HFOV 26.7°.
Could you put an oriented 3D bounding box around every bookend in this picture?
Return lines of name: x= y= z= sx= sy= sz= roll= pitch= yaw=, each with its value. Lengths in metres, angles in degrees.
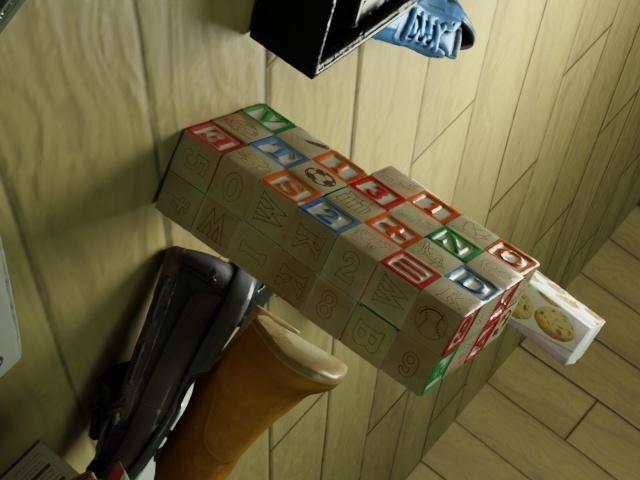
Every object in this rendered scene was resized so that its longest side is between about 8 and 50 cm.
bookend: x=0.027 y=-0.242 z=1.128 sx=0.157 sy=0.072 sz=0.156 roll=-40 pitch=158 yaw=-39

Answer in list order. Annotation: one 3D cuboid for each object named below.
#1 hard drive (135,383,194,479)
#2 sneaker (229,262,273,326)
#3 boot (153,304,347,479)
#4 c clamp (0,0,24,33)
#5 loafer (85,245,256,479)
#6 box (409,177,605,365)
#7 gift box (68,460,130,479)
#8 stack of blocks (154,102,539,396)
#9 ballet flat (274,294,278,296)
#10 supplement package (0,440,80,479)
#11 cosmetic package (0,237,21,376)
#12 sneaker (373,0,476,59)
hard drive: x=-0.164 y=0.257 z=1.658 sx=0.203 sy=0.040 sz=0.307 roll=-57 pitch=162 yaw=11
sneaker: x=-0.098 y=0.078 z=1.463 sx=0.170 sy=0.051 sz=0.089 roll=-50 pitch=160 yaw=-18
boot: x=-0.078 y=0.179 z=1.309 sx=0.211 sy=0.104 sz=0.295 roll=-59 pitch=-168 yaw=-2
c clamp: x=-0.206 y=-0.150 z=0.781 sx=0.160 sy=0.022 sz=0.137 roll=-52 pitch=163 yaw=-3
loafer: x=-0.173 y=0.130 z=1.345 sx=0.302 sy=0.095 sz=0.109 roll=-56 pitch=-169 yaw=23
box: x=0.210 y=0.036 z=1.721 sx=0.067 sy=0.324 sz=0.063 roll=-59 pitch=158 yaw=20
gift box: x=-0.232 y=0.315 z=1.094 sx=0.255 sy=0.276 sz=0.258 roll=-21 pitch=176 yaw=-17
stack of blocks: x=0.024 y=-0.004 z=1.200 sx=0.171 sy=0.297 sz=0.087 roll=-27 pitch=147 yaw=-56
ballet flat: x=0.000 y=0.000 z=1.606 sx=0.173 sy=0.049 sz=0.057 roll=-46 pitch=-170 yaw=-7
supplement package: x=-0.289 y=0.363 z=1.364 sx=0.204 sy=0.145 sz=0.262 roll=-45 pitch=162 yaw=-25
cosmetic package: x=-0.337 y=0.083 z=0.607 sx=0.365 sy=0.197 sz=0.155 roll=-45 pitch=161 yaw=-29
sneaker: x=0.101 y=-0.221 z=1.351 sx=0.069 sy=0.082 sz=0.209 roll=-57 pitch=161 yaw=19
